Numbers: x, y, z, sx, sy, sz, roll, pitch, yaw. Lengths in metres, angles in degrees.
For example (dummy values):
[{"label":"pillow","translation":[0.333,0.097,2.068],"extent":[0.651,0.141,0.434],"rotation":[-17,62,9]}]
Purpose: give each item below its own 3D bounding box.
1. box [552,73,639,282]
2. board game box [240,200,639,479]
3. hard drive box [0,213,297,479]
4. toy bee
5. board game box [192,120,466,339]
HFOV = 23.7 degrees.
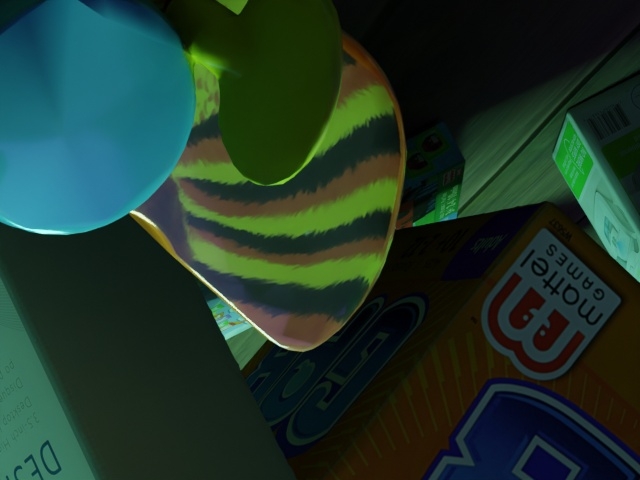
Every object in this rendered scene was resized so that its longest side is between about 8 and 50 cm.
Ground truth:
[{"label":"box","translation":[0.357,-0.048,1.210],"extent":[0.262,0.231,0.127],"rotation":[-28,166,-5]},{"label":"board game box","translation":[0.083,0.235,0.869],"extent":[0.356,0.356,0.356],"rotation":[-50,-172,-11]},{"label":"hard drive box","translation":[-0.129,0.066,0.665],"extent":[0.089,0.232,0.181],"rotation":[-15,160,-45]},{"label":"toy bee","translation":[-0.060,-0.084,0.413],"extent":[0.162,0.195,0.298],"rotation":[-54,151,5]},{"label":"board game box","translation":[0.000,0.000,1.091],"extent":[0.211,0.039,0.160],"rotation":[-26,166,-4]}]
